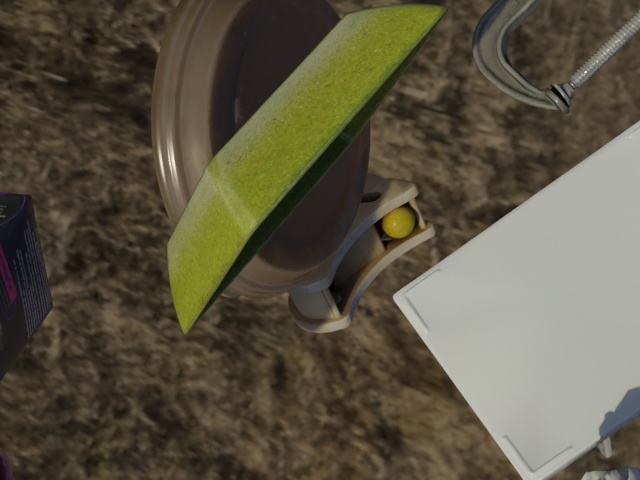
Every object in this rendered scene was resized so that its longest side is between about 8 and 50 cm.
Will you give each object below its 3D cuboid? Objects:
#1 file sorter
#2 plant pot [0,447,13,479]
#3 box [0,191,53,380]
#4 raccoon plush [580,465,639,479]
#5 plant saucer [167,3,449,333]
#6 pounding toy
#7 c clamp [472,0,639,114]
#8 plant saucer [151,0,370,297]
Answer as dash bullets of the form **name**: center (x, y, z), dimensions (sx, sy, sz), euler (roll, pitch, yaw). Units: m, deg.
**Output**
- **file sorter**: center (0.240, 0.063, 1.191), dimensions (0.278, 0.193, 0.173), euler (-35, 156, 0)
- **plant pot**: center (-0.356, 0.256, 1.130), dimensions (0.201, 0.180, 0.201), euler (6, 90, -89)
- **box**: center (-0.391, 0.075, 1.364), dimensions (0.270, 0.165, 0.143), euler (-63, 154, -54)
- **raccoon plush**: center (0.211, 0.360, 0.825), dimensions (0.216, 0.446, 0.299), euler (-25, 167, 1)
- **plant saucer**: center (-0.022, -0.050, 0.831), dimensions (0.188, 0.045, 0.188), euler (-50, 179, -26)
- **pounding toy**: center (0.000, 0.000, 1.705), dimensions (0.269, 0.154, 0.155), euler (-33, 123, -11)
- **c clamp**: center (0.186, -0.146, 0.955), dimensions (0.161, 0.137, 0.022), euler (-39, 158, 10)
- **plant saucer**: center (-0.035, -0.092, 1.144), dimensions (0.278, 0.041, 0.278), euler (0, 90, -57)
